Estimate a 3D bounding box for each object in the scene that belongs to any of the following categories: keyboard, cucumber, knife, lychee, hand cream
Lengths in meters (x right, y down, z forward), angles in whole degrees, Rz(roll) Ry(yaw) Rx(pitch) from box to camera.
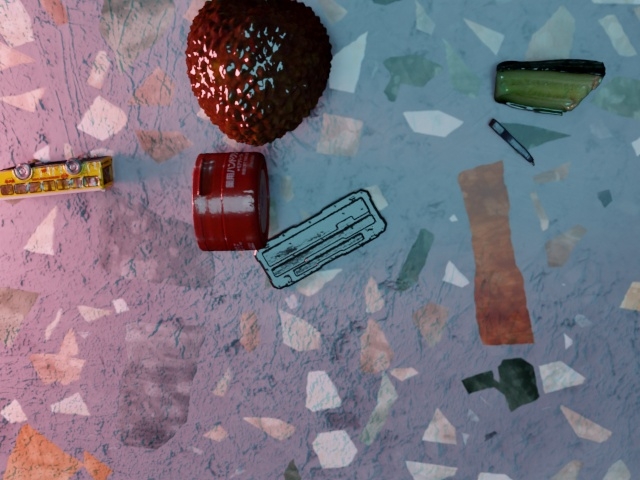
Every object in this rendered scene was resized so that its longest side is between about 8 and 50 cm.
[{"bbox_3d":[0.000,0.000,1.898,0.262,0.016,0.106,-29,97,9],"label":"keyboard"},{"bbox_3d":[0.420,-0.297,1.784,0.193,0.115,0.085,1,57,8],"label":"cucumber"},{"bbox_3d":[0.366,-0.186,1.831,0.121,0.031,0.018,41,98,-5],"label":"knife"},{"bbox_3d":[-0.114,-0.319,1.721,0.276,0.276,0.304,9,110,3],"label":"lychee"},{"bbox_3d":[-0.165,-0.073,1.810,0.125,0.193,0.193,-2,100,3],"label":"hand cream"}]

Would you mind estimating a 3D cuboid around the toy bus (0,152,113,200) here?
[{"bbox_3d":[-0.522,-0.125,1.880,0.226,0.081,0.074,-6,101,5],"label":"toy bus"}]
